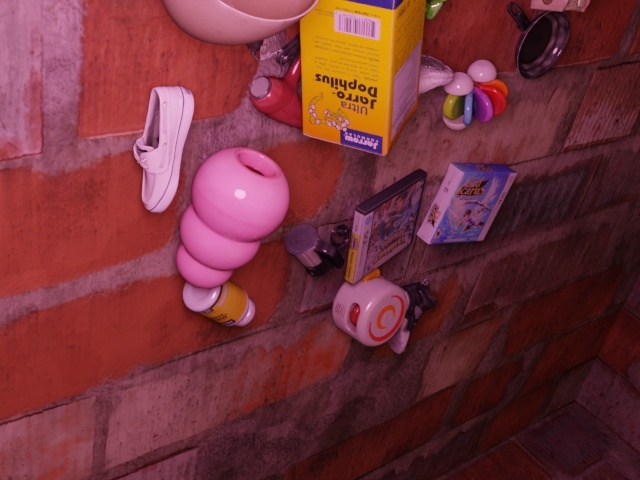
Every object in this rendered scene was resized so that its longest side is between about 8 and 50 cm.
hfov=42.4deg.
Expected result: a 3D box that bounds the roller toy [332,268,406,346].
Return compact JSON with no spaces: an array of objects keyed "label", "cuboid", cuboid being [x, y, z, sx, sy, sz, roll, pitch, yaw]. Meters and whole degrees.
[{"label":"roller toy","cuboid":[0.133,0.188,2.328,0.191,0.146,0.209,-49,139,-14]}]

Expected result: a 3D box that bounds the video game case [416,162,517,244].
[{"label":"video game case","cuboid":[0.435,-0.109,2.432,0.269,0.061,0.244,-4,125,-43]}]

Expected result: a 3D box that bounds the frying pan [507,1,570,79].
[{"label":"frying pan","cuboid":[0.541,-0.521,2.162,0.326,0.053,0.197,-6,126,-40]}]

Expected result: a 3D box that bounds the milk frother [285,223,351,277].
[{"label":"milk frother","cuboid":[0.000,0.000,2.076,0.135,0.129,0.143,53,39,-54]}]

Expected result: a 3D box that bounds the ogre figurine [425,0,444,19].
[{"label":"ogre figurine","cuboid":[0.179,-0.496,1.745,0.118,0.197,0.096,6,93,-29]}]

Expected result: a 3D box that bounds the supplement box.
[{"label":"supplement box","cuboid":[0.085,-0.383,1.652,0.356,0.195,0.194,89,25,-43]}]

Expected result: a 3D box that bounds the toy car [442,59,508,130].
[{"label":"toy car","cuboid":[0.400,-0.356,2.099,0.182,0.136,0.159,-30,141,-22]}]

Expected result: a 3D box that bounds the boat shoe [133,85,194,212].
[{"label":"boat shoe","cuboid":[-0.318,-0.176,1.587,0.084,0.095,0.258,-1,113,-40]}]

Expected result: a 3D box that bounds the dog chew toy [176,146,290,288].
[{"label":"dog chew toy","cuboid":[-0.203,-0.032,1.745,0.207,0.206,0.332,0,131,-46]}]

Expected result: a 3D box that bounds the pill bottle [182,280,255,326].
[{"label":"pill bottle","cuboid":[-0.234,0.143,1.946,0.103,0.103,0.184,-49,144,2]}]

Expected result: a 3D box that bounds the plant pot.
[{"label":"plant pot","cuboid":[-0.162,-0.438,1.377,0.284,0.284,0.191,-15,168,-37]}]

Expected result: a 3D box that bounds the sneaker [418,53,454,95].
[{"label":"sneaker","cuboid":[0.211,-0.370,1.951,0.232,0.090,0.115,-10,137,-28]}]

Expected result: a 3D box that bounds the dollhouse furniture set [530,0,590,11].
[{"label":"dollhouse furniture set","cuboid":[0.627,-0.656,2.053,0.182,0.101,0.161,-15,117,-41]}]

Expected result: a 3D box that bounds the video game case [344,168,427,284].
[{"label":"video game case","cuboid":[0.176,-0.038,2.215,0.275,0.035,0.248,-32,142,-38]}]

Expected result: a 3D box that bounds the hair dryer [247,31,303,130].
[{"label":"hair dryer","cuboid":[-0.049,-0.343,1.702,0.224,0.080,0.293,-28,140,-26]}]

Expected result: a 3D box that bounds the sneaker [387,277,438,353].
[{"label":"sneaker","cuboid":[0.285,0.233,2.560,0.153,0.101,0.268,-24,135,-26]}]
